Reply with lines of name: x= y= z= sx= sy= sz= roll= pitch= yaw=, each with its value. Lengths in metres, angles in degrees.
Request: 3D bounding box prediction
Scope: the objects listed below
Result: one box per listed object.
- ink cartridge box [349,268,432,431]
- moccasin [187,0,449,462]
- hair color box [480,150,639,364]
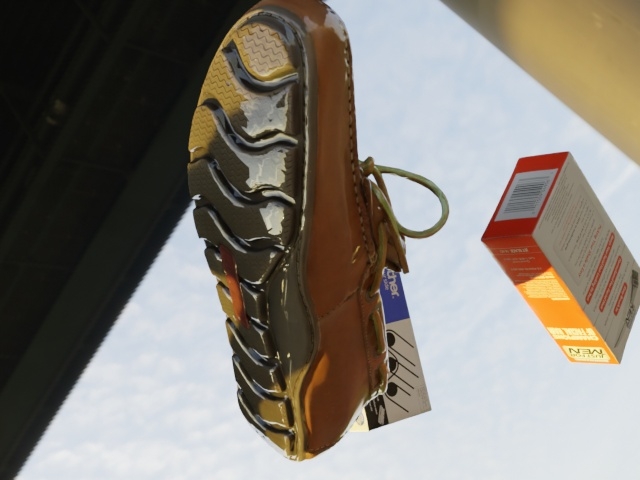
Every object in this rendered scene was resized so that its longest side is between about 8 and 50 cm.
ink cartridge box: x=0.060 y=0.113 z=1.114 sx=0.097 sy=0.207 sz=0.046 roll=-11 pitch=-5 yaw=-34
moccasin: x=0.002 y=0.001 z=0.685 sx=0.147 sy=0.139 sz=0.380 roll=-31 pitch=-50 yaw=-29
hair color box: x=0.207 y=0.018 z=0.781 sx=0.167 sy=0.053 sz=0.093 roll=49 pitch=-124 yaw=-29
